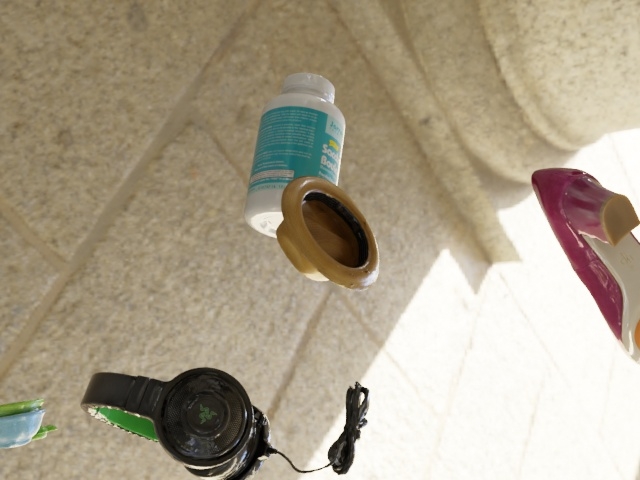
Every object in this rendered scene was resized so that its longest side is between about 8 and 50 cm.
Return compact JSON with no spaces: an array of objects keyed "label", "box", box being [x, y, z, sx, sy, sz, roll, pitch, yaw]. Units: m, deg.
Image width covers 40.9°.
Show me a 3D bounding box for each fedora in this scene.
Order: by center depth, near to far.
[{"label":"fedora","box":[0.000,0.000,1.242,0.194,0.079,0.194,31,42,-33]}]

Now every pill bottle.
[{"label":"pill bottle","box":[-0.038,-0.143,1.429,0.146,0.146,0.264,30,60,-46]}]

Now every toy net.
[{"label":"toy net","box":[-0.397,0.203,0.881,0.232,0.122,0.045,-9,84,-11]}]

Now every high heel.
[{"label":"high heel","box":[0.295,0.029,0.903,0.082,0.117,0.244,-40,122,-7]}]

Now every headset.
[{"label":"headset","box":[-0.136,0.242,1.205,0.243,0.394,0.185,71,35,-62]}]
